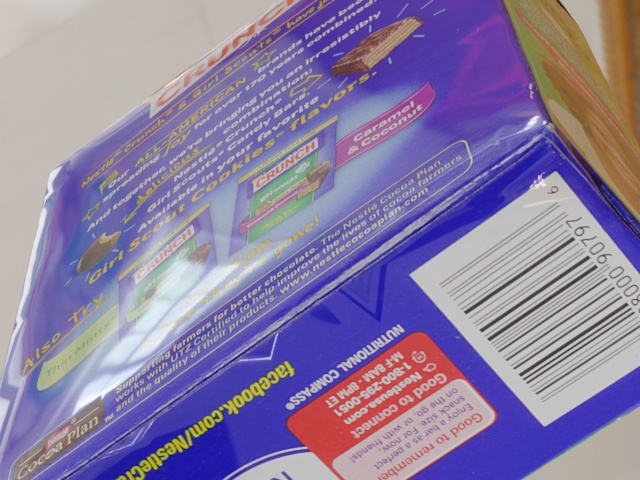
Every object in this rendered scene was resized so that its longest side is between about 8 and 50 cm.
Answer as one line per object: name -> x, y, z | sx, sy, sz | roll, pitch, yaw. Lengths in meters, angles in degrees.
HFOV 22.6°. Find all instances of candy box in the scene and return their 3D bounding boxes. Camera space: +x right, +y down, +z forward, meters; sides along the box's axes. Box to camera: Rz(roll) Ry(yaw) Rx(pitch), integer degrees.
candy box -> 0.000, 0.000, 0.693 | 0.122, 0.268, 0.317 | 48, -163, -24
